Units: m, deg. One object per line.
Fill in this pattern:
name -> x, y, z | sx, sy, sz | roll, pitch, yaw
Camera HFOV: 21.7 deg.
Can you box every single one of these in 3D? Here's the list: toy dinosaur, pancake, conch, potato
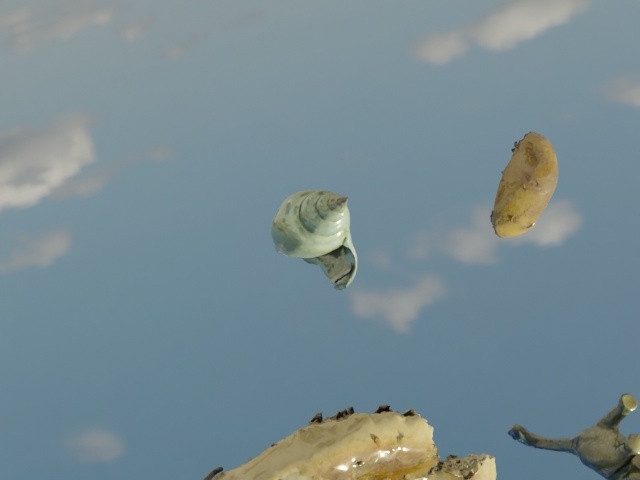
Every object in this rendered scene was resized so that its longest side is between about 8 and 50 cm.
toy dinosaur -> 0.357, 0.277, 1.986 | 0.075, 0.247, 0.188 | -54, -176, -33
pancake -> 0.010, 0.311, 1.572 | 0.382, 0.382, 0.071 | -22, -141, -17
conch -> 0.002, -0.007, 1.451 | 0.065, 0.088, 0.180 | -59, -175, -21
potato -> 0.171, -0.044, 1.383 | 0.036, 0.093, 0.037 | 21, -177, 35
